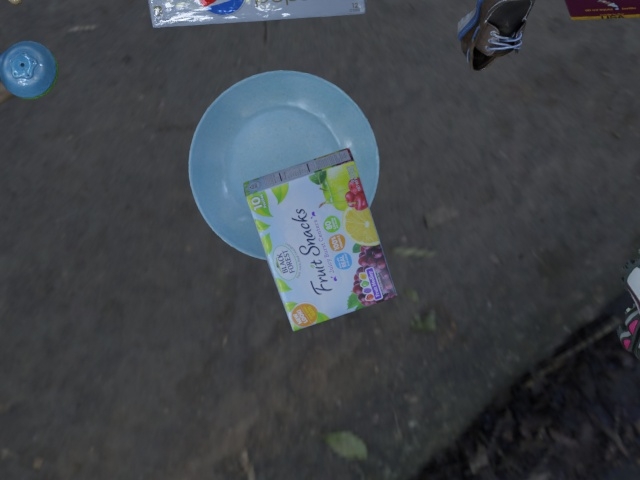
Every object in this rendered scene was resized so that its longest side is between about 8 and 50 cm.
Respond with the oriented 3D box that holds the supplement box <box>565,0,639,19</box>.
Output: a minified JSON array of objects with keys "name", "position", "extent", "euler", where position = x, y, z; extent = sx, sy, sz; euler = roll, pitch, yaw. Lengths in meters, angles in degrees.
[{"name":"supplement box","position":[0.241,-0.275,1.281],"extent":[0.080,0.188,0.104],"euler":[0,73,19]}]

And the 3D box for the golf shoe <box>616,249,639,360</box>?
[{"name":"golf shoe","position":[0.429,0.085,1.795],"extent":[0.105,0.120,0.273],"euler":[-25,148,-5]}]

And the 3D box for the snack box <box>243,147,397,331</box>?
[{"name":"snack box","position":[0.000,0.000,1.320],"extent":[0.100,0.037,0.141],"euler":[-18,116,2]}]

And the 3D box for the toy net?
[{"name":"toy net","position":[-0.399,-0.265,1.746],"extent":[0.122,0.045,0.232],"euler":[-23,87,0]}]

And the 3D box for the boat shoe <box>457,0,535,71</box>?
[{"name":"boat shoe","position":[0.208,-0.244,1.716],"extent":[0.066,0.183,0.066],"euler":[-5,79,-10]}]

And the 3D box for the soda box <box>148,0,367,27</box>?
[{"name":"soda box","position":[-0.063,-0.262,1.493],"extent":[0.216,0.074,0.069],"euler":[-4,118,5]}]

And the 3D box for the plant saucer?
[{"name":"plant saucer","position":[-0.038,-0.076,1.533],"extent":[0.195,0.037,0.195],"euler":[0,95,-5]}]
